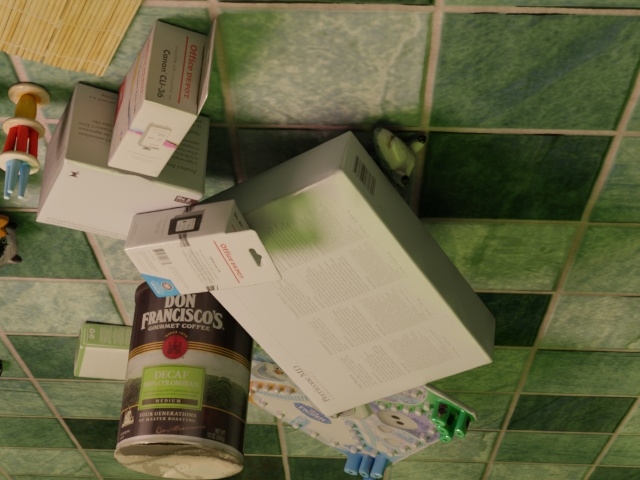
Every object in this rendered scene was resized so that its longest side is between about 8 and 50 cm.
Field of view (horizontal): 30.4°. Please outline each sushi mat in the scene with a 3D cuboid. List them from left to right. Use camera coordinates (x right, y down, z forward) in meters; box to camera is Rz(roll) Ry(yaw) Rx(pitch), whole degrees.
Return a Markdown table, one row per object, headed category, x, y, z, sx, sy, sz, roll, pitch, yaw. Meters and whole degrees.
| category | x | y | z | sx | sy | sz | roll | pitch | yaw |
| --- | --- | --- | --- | --- | --- | --- | --- | --- | --- |
| sushi mat | -0.267 | -0.278 | 1.270 | 0.151 | 0.019 | 0.316 | 13 | 152 | -22 |

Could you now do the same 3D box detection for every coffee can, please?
| category | x | y | z | sx | sy | sz | roll | pitch | yaw |
| --- | --- | --- | --- | --- | --- | --- | --- | --- | --- |
| coffee can | -0.208 | 0.218 | 1.864 | 0.202 | 0.275 | 0.201 | 2 | 153 | 1 |

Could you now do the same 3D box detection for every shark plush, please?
| category | x | y | z | sx | sy | sz | roll | pitch | yaw |
| --- | --- | --- | --- | --- | --- | --- | --- | --- | --- |
| shark plush | 0.091 | -0.109 | 1.574 | 0.067 | 0.073 | 0.161 | 24 | 173 | 0 |

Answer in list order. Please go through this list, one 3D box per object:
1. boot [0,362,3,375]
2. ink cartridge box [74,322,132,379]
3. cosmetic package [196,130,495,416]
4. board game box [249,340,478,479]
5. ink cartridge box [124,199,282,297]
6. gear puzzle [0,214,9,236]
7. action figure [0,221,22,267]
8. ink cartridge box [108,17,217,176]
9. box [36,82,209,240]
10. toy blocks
| category | x | y | z | sx | sy | sz | roll | pitch | yaw |
| --- | --- | --- | --- | --- | --- | --- | --- | --- | --- |
| boot | -0.675 | 0.246 | 2.316 | 0.099 | 0.045 | 0.121 | 17 | 157 | -21 |
| ink cartridge box | -0.342 | 0.219 | 2.225 | 0.235 | 0.056 | 0.171 | 6 | 154 | -14 |
| cosmetic package | 0.023 | 0.061 | 1.612 | 0.284 | 0.097 | 0.377 | -24 | 122 | 27 |
| board game box | 0.021 | 0.290 | 2.099 | 0.390 | 0.050 | 0.390 | 31 | 147 | -10 |
| ink cartridge box | -0.143 | 0.010 | 1.495 | 0.180 | 0.060 | 0.104 | -8 | 137 | 19 |
| gear puzzle | -0.535 | -0.087 | 1.528 | 0.176 | 0.044 | 0.339 | -23 | 135 | 13 |
| action figure | -0.591 | -0.030 | 1.707 | 0.330 | 0.178 | 0.341 | 11 | 123 | -29 |
| ink cartridge box | -0.185 | -0.172 | 1.368 | 0.067 | 0.115 | 0.198 | 14 | 150 | -21 |
| box | -0.258 | -0.092 | 1.529 | 0.181 | 0.119 | 0.182 | 14 | 151 | -20 |
| toy blocks | -0.403 | -0.122 | 1.448 | 0.123 | 0.148 | 0.054 | 4 | 153 | -4 |
